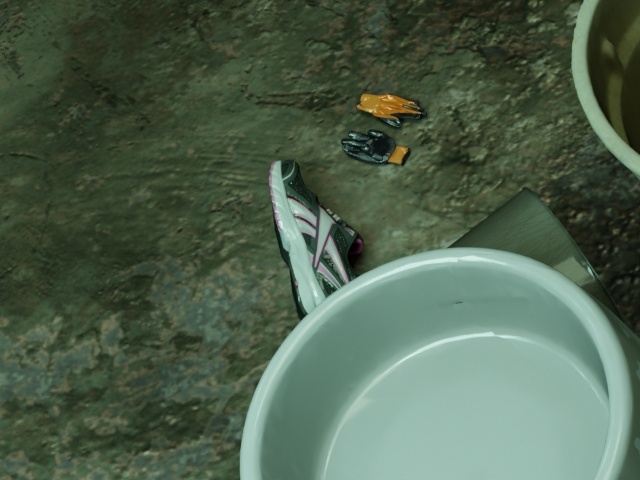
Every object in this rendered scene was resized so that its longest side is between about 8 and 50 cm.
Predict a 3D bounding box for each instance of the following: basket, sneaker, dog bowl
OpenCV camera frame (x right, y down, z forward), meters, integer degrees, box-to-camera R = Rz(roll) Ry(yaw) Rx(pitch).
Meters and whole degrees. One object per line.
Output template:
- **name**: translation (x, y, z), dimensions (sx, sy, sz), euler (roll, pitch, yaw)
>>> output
- **basket**: translation (0.127, 0.084, 1.521), dimensions (0.227, 0.154, 0.204), euler (-30, 36, 0)
- **sneaker**: translation (0.000, 0.000, 1.680), dimensions (0.077, 0.072, 0.178), euler (-12, 60, -6)
- **dog bowl**: translation (0.096, 0.158, 1.328), dimensions (0.348, 0.102, 0.349), euler (-13, 54, 18)

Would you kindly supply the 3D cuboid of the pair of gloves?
- **pair of gloves**: translation (0.063, -0.111, 1.765), dimensions (0.074, 0.010, 0.083), euler (12, 63, 23)

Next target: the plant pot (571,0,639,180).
- **plant pot**: translation (0.390, -0.070, 1.446), dimensions (0.333, 0.305, 0.334), euler (-8, 53, 11)
